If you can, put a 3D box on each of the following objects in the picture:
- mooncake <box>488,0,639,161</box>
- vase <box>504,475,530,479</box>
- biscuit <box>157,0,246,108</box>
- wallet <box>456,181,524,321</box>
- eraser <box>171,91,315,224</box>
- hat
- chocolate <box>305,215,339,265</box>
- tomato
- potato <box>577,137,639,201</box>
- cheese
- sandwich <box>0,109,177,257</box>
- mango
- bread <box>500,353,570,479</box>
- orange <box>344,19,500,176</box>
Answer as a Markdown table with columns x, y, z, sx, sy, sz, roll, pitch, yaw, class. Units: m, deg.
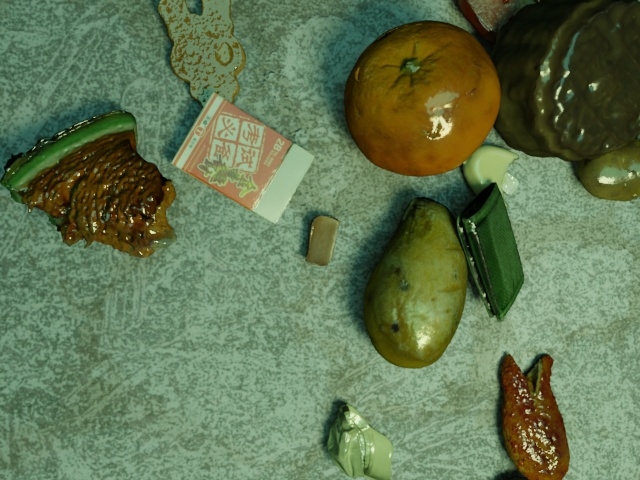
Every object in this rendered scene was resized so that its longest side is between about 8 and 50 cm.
| x | y | z | sx | sy | sz | roll | pitch | yaw | class |
| --- | --- | --- | --- | --- | --- | --- | --- | --- | --- |
| 0.496 | -0.310 | 1.021 | 0.324 | 0.187 | 0.324 | -8 | 112 | -19 | mooncake |
| 0.421 | 0.550 | 1.047 | 0.120 | 0.183 | 0.120 | 0 | 90 | -11 | vase |
| -0.220 | -0.368 | 1.014 | 0.144 | 0.040 | 0.236 | -12 | 98 | -2 | biscuit |
| 0.347 | 0.022 | 1.057 | 0.160 | 0.055 | 0.236 | -40 | 117 | -38 | wallet |
| -0.146 | -0.155 | 1.014 | 0.230 | 0.038 | 0.157 | 31 | 90 | -12 | eraser |
| 0.082 | 0.414 | 1.055 | 0.166 | 0.081 | 0.122 | 33 | 45 | -22 | hat |
| 0.000 | 0.000 | 1.055 | 0.064 | 0.031 | 0.101 | 8 | 92 | -27 | chocolate |
| 0.377 | -0.512 | 1.095 | 0.225 | 0.085 | 0.225 | 0 | 89 | -9 | tomato |
| 0.638 | -0.151 | 1.122 | 0.175 | 0.137 | 0.137 | -2 | 90 | 11 | potato |
| 0.319 | -0.166 | 1.101 | 0.235 | 0.050 | 0.127 | 32 | 87 | -7 | cheese |
| -0.362 | -0.074 | 0.928 | 0.301 | 0.162 | 0.250 | 39 | 68 | 22 | sandwich |
| 0.191 | 0.083 | 1.030 | 0.176 | 0.175 | 0.330 | 43 | 58 | -41 | mango |
| 0.448 | 0.371 | 1.098 | 0.139 | 0.095 | 0.269 | -2 | 85 | -17 | bread |
| 0.185 | -0.257 | 0.975 | 0.283 | 0.226 | 0.284 | -5 | 73 | 18 | orange |
